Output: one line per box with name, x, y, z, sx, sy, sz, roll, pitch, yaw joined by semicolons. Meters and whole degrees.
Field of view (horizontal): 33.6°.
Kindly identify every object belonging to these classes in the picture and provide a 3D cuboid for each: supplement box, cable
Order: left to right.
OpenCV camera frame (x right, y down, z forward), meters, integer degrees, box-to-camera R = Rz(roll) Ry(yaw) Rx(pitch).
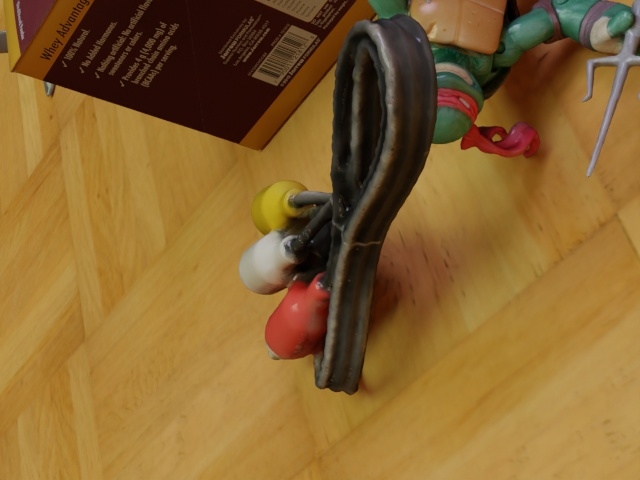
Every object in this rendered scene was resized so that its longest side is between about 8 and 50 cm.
supplement box;-0.082;-0.189;0.707;0.191;0.194;0.129;-46;45;33
cable;0.000;0.000;0.557;0.287;0.072;0.139;111;153;-70

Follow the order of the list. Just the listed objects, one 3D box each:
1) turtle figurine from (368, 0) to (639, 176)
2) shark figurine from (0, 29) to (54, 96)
turtle figurine;0.072;-0.135;0.537;0.118;0.175;0.234;134;145;-59
shark figurine;-0.247;-0.233;1.010;0.278;0.116;0.166;10;85;51
